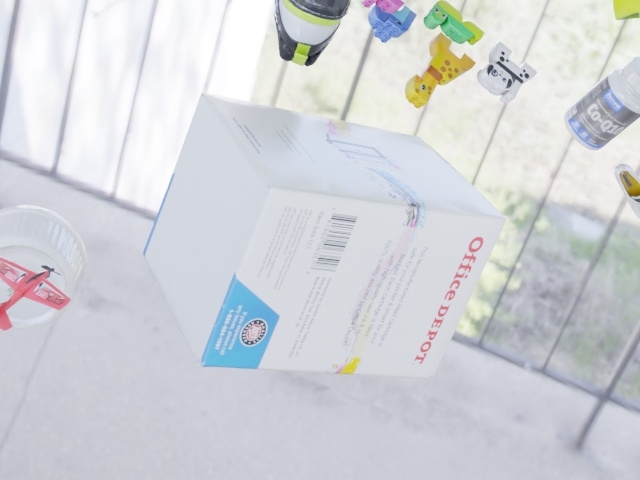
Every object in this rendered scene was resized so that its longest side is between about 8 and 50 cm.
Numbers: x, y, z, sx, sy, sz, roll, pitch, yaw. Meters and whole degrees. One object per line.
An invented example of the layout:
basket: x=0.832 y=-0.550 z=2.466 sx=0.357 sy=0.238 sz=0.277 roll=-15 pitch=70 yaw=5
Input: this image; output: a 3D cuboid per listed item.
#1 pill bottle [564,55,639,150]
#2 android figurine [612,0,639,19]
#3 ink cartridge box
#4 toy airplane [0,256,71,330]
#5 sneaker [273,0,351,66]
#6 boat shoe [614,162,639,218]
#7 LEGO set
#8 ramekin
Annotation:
pill bottle: x=0.422 y=-0.197 z=1.735 sx=0.078 sy=0.137 sz=0.078 roll=22 pitch=46 yaw=-25
android figurine: x=0.251 y=-0.249 z=0.814 sx=0.056 sy=0.273 sz=0.248 roll=-6 pitch=0 yaw=-15
ink cartridge box: x=0.000 y=0.000 z=1.039 sx=0.232 sy=0.171 sz=0.168 roll=8 pitch=28 yaw=-31
toy airplane: x=-0.442 y=0.081 z=1.772 sx=0.151 sy=0.028 sz=0.151 roll=4 pitch=40 yaw=-4
sneaker: x=-0.018 y=-0.242 z=1.193 sx=0.084 sy=0.097 sz=0.235 roll=18 pitch=30 yaw=-7
boat shoe: x=0.432 y=-0.059 z=1.637 sx=0.100 sy=0.035 sz=0.035 roll=57 pitch=17 yaw=-8
LEGO set: x=0.118 y=-0.210 z=1.349 sx=0.227 sy=0.087 sz=0.093 roll=36 pitch=63 yaw=-12
ramekin: x=-0.511 y=0.055 z=2.082 sx=0.207 sy=0.207 sz=0.109 roll=13 pitch=25 yaw=-11
